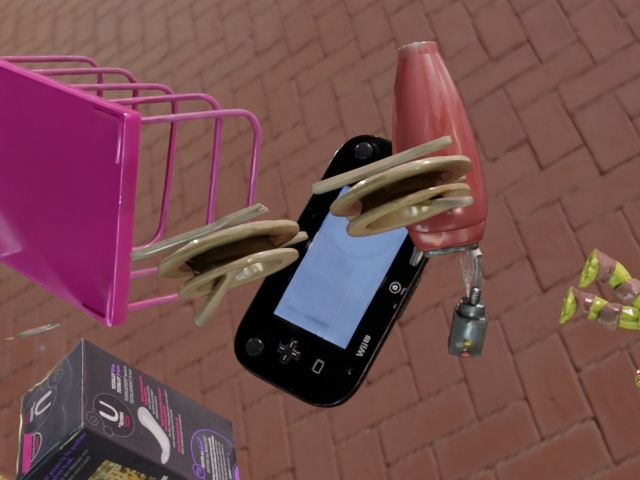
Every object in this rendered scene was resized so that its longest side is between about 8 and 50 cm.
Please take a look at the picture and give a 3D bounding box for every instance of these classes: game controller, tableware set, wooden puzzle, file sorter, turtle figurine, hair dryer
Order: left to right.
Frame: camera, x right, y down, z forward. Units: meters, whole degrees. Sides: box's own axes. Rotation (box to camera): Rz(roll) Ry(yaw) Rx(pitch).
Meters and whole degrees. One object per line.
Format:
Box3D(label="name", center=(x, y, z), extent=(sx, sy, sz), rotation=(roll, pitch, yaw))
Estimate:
Box3D(label="wooden puzzle", center=(-0.431, 0.136, 1.637), extent=(0.083, 0.006, 0.049), rotation=(-17, 4, -32))
Box3D(label="file sorter", center=(-0.221, -0.071, 1.119), extent=(0.291, 0.182, 0.202), rotation=(23, 114, 39))
Box3D(label="tableware set", center=(0.000, 0.000, 0.636), extent=(0.194, 0.128, 0.039), rotation=(-20, 80, 9))
Box3D(label="game controller", center=(0.032, 0.032, 1.260), extent=(0.166, 0.067, 0.319), rotation=(23, 79, 33))
Box3D(label="hair dryer", center=(0.095, -0.050, 1.034), extent=(0.080, 0.293, 0.223), rotation=(-11, 38, -9))
Box3D(label="turtle figurine", center=(0.408, 0.088, 1.292), extent=(0.217, 0.269, 0.087), rotation=(26, 59, 7))

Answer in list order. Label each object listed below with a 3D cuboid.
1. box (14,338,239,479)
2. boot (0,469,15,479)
Box3D(label="box", center=(-0.254, 0.282, 1.456), extent=(0.143, 0.270, 0.165), rotation=(-41, 34, 19))
Box3D(label="boot", center=(-0.584, 0.478, 1.829), extent=(0.262, 0.095, 0.203), rotation=(4, 62, 56))
